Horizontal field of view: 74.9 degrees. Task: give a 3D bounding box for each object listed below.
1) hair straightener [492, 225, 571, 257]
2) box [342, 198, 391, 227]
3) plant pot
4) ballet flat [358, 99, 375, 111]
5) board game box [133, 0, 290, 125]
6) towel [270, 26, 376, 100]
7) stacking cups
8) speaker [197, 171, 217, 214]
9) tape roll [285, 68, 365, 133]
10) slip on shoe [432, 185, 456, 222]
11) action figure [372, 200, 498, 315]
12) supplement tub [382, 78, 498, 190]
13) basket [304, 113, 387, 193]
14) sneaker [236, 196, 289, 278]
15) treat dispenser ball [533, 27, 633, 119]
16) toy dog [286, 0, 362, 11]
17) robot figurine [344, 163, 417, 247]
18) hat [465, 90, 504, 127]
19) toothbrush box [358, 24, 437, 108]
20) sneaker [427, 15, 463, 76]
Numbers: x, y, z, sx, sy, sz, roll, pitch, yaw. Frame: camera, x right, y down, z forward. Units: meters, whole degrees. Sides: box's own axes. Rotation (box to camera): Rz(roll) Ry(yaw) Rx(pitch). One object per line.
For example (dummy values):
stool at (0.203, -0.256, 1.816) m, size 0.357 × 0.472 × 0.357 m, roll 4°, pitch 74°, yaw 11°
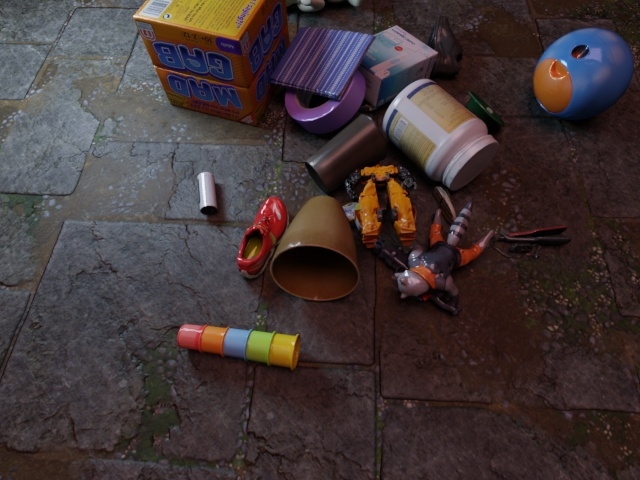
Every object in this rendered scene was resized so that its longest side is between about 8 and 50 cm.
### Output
hair straightener at (0.630, 0.008, 1.247) m, size 0.230 × 0.047 × 0.089 m, roll -3°, pitch 62°, yaw -1°
box at (0.149, -0.104, 1.311) m, size 0.169 × 0.054 × 0.059 m, roll -26°, pitch 65°, yaw -13°
plant pot at (0.000, 0.000, 1.181) m, size 0.237 × 0.237 × 0.254 m, roll 6°, pitch 48°, yaw 4°
ballet flat at (0.126, -0.514, 1.532) m, size 0.173 × 0.049 × 0.057 m, roll 20°, pitch 65°, yaw 11°
board game box at (-0.341, -0.687, 1.459) m, size 0.356 × 0.356 × 0.356 m, roll 17°, pitch 63°, yaw 10°
towel at (-0.004, -0.604, 1.415) m, size 0.336 × 0.040 × 0.243 m, roll 28°, pitch 86°, yaw 35°
stacking cups at (-0.215, 0.276, 1.106) m, size 0.316 × 0.096 × 0.096 m, roll 5°, pitch 62°, yaw 9°
speaker at (-0.363, -0.150, 1.344) m, size 0.055 × 0.055 × 0.136 m, roll -11°, pitch 63°, yaw -5°
tape roll at (0.014, -0.510, 1.439) m, size 0.275 × 0.090 × 0.274 m, roll -12°, pitch 65°, yaw 28°
slip on shoe at (0.401, -0.116, 1.320) m, size 0.041 × 0.051 × 0.135 m, roll -9°, pitch 55°, yaw -17°
action figure at (0.299, 0.024, 1.179) m, size 0.341 × 0.178 × 0.330 m, roll 33°, pitch 58°, yaw 16°
supplement tub at (0.377, -0.333, 1.332) m, size 0.228 × 0.228 × 0.316 m, roll -32°, pitch 66°, yaw -15°
basket at (0.076, -0.265, 1.334) m, size 0.227 × 0.204 × 0.154 m, roll -36°, pitch 78°, yaw -7°
sneaker at (-0.168, -0.022, 1.236) m, size 0.107 × 0.118 × 0.279 m, roll 14°, pitch 63°, yaw 7°
treat dispenser ball at (0.876, -0.555, 1.407) m, size 0.288 × 0.288 × 0.288 m, roll 0°, pitch 62°, yaw 1°
toy dog at (-0.081, -1.116, 1.734) m, size 0.408 × 0.284 × 0.395 m, roll -19°, pitch 50°, yaw -9°
robot figurine at (0.180, -0.113, 1.215) m, size 0.211 × 0.085 × 0.291 m, roll -3°, pitch 48°, yaw 3°
hat at (0.518, -0.402, 1.482) m, size 0.208 × 0.183 × 0.173 m, roll -11°, pitch 61°, yaw -53°
toothbrush box at (0.244, -0.644, 1.539) m, size 0.295 × 0.126 × 0.216 m, roll -32°, pitch 65°, yaw -25°
sneaker at (0.490, -0.752, 1.635) m, size 0.130 × 0.109 × 0.286 m, roll 8°, pitch 71°, yaw -2°
